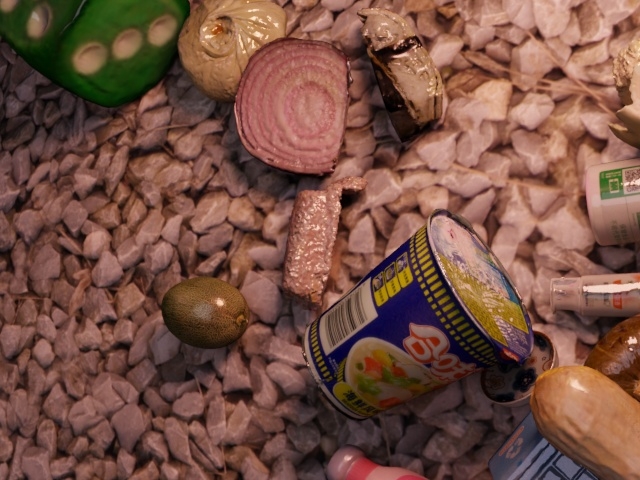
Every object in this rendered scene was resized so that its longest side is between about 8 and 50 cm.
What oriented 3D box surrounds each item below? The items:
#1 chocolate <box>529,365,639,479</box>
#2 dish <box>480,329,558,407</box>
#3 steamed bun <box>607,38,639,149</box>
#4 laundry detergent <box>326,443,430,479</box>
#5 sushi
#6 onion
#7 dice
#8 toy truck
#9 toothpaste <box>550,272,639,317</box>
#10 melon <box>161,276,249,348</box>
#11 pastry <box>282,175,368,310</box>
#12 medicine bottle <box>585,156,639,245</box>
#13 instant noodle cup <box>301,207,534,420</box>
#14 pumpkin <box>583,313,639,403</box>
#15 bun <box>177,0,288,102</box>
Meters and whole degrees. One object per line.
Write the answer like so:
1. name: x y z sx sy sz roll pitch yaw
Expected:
1. chocolate: 0.424 0.288 1.234 0.309 0.134 0.134 34 96 16
2. dish: 0.340 0.225 1.466 0.141 0.078 0.141 -35 30 23
3. steamed bun: 0.511 -0.229 1.373 0.170 0.225 0.200 -32 69 18
4. laundry detergent: 0.153 0.449 1.472 0.335 0.159 0.088 27 121 33
5. sushi: 0.150 -0.330 1.648 0.109 0.134 0.273 -18 57 9
6. onion: -0.037 -0.253 1.719 0.247 0.111 0.250 13 97 28
7. dice: -0.474 -0.476 1.878 0.287 0.297 0.300 42 100 30
8. toy truck: 0.416 0.416 1.328 0.367 0.175 0.146 40 100 24
9. toothpaste: 0.526 0.085 1.402 0.323 0.066 0.100 -3 80 21
10. melon: -0.215 0.139 1.718 0.192 0.139 0.139 8 84 28
11. pastry: -0.011 -0.007 1.660 0.112 0.103 0.265 22 82 -11
12. medicine bottle: 0.554 -0.073 1.374 0.274 0.133 0.133 -10 76 25
13. instant noodle cup: 0.145 0.145 1.479 0.312 0.284 0.284 -35 67 25
14. pumpkin: 0.491 0.215 1.337 0.219 0.162 0.219 -3 84 26
15. bun: -0.185 -0.403 1.802 0.243 0.153 0.244 -8 72 25
